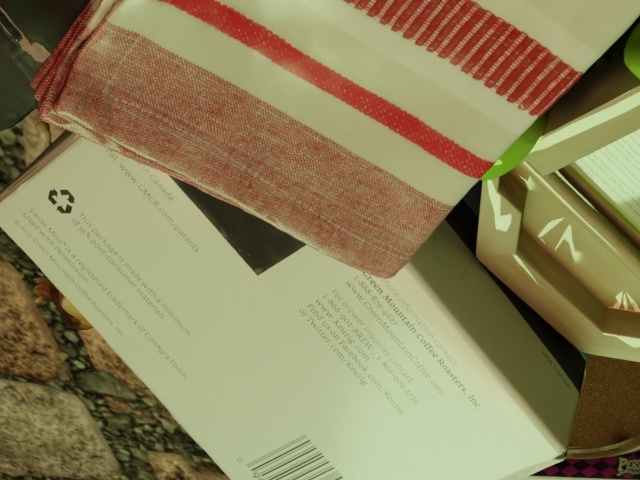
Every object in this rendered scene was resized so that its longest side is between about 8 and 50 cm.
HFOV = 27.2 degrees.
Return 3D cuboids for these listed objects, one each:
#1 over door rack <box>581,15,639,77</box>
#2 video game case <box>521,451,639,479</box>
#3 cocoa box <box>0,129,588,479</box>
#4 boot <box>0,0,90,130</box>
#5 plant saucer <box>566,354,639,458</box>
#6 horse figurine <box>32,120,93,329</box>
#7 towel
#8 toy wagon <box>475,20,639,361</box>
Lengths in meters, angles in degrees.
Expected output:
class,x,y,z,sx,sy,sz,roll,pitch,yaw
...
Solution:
class,x,y,z,sx,sy,sz,roll,pitch,yaw
over door rack,0.134,-0.188,0.717,0.324,0.108,0.239,4,141,-17
video game case,0.324,0.275,1.225,0.232,0.042,0.210,-4,130,31
cocoa box,0.000,0.000,0.918,0.231,0.228,0.347,-32,105,32
boot,-0.167,-0.270,0.571,0.367,0.146,0.445,-7,124,43
plant saucer,0.183,0.088,1.105,0.311,0.050,0.310,15,138,14
horse figurine,-0.205,-0.007,1.122,0.066,0.174,0.263,-10,140,-19
towel,0.046,-0.130,0.625,0.237,0.037,0.329,25,121,-31
toy wagon,0.256,-0.029,0.743,0.267,0.068,0.344,40,134,-24
